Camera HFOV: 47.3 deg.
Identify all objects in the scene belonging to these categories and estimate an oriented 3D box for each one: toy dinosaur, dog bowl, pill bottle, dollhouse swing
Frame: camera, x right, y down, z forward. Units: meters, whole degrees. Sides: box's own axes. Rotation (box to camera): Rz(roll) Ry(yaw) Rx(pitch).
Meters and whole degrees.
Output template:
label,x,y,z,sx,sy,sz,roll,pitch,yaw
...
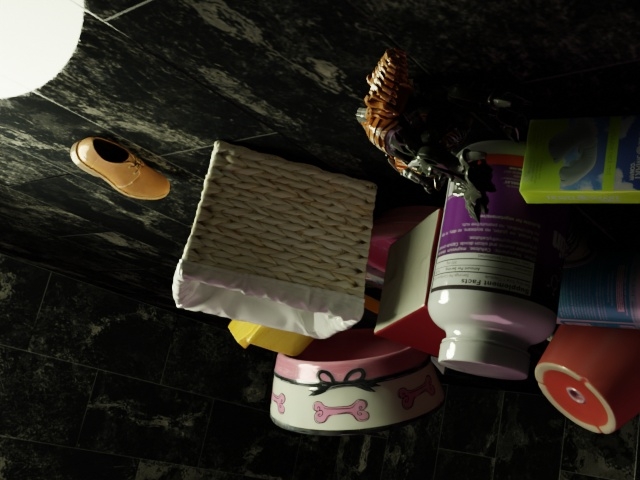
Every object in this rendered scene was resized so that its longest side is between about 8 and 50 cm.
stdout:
label,x,y,z,sx,sy,sz,roll,pitch,yaw
toy dinosaur,0.129,-0.136,0.933,0.218,0.164,0.322,23,-169,24
dog bowl,0.077,0.309,1.686,0.408,0.150,0.408,-7,-176,1
pill bottle,0.259,0.029,1.060,0.181,0.323,0.181,11,165,3
dollhouse swing,0.000,0.205,1.791,0.305,0.315,0.347,43,173,-12
pill bottle,0.523,0.093,1.409,0.264,0.146,0.146,0,160,37

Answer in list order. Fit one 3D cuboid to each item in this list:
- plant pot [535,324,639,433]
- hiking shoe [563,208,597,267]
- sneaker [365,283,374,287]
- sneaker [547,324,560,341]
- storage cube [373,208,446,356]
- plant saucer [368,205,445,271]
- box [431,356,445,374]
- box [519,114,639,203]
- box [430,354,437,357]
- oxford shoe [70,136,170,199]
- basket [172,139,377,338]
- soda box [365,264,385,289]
label,x,y,z,sx,sy,sz,roll,pitch,yaw
plant pot,0.601,0.249,1.525,0.275,0.243,0.275,42,158,21
hiking shoe,0.402,-0.011,1.249,0.227,0.086,0.114,20,166,-22
sneaker,0.152,0.093,1.834,0.188,0.066,0.071,11,176,21
sneaker,0.570,0.209,1.704,0.232,0.115,0.090,25,128,-15
storage cube,0.226,0.088,1.252,0.193,0.184,0.215,21,153,-16
plant saucer,0.235,0.012,1.461,0.332,0.084,0.332,10,164,3
box,0.302,0.267,2.115,0.232,0.058,0.322,48,175,18
box,0.352,-0.102,0.929,0.178,0.109,0.042,2,160,31
box,0.378,0.206,1.831,0.307,0.076,0.242,16,131,-13
oxford shoe,-0.372,-0.138,1.419,0.076,0.076,0.212,-17,149,40
basket,-0.085,0.017,1.378,0.331,0.266,0.328,15,164,-7
soda box,0.141,0.055,1.661,0.286,0.091,0.098,22,163,-30
